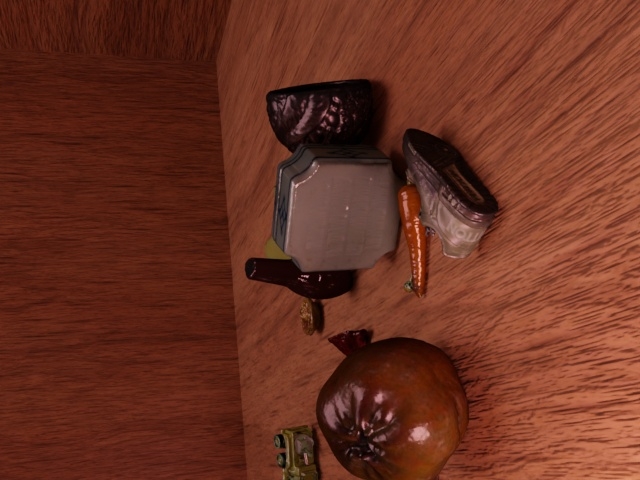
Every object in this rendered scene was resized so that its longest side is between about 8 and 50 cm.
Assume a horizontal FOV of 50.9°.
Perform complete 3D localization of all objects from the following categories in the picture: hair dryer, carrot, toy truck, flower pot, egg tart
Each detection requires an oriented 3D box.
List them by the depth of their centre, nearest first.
[{"bbox_3d":[0.199,-0.005,1.413,0.061,0.061,0.256,-179,85,-72],"label":"carrot"},{"bbox_3d":[0.009,-0.255,1.691,0.266,0.266,0.267,-142,43,-68],"label":"flower pot"},{"bbox_3d":[0.000,0.000,1.753,0.340,0.312,0.123,-60,39,21],"label":"hair dryer"},{"bbox_3d":[-0.029,0.241,2.148,0.130,0.052,0.130,179,90,-74],"label":"egg tart"},{"bbox_3d":[-0.064,0.747,2.184,0.135,0.128,0.259,-2,89,59],"label":"toy truck"}]

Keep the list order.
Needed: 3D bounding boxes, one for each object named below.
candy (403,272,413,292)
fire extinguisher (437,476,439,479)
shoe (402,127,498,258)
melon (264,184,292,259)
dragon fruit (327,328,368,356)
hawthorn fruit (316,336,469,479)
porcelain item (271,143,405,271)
[{"bbox_3d":[0.201,0.074,1.473,0.023,0.025,0.083,23,106,41],"label":"candy"},{"bbox_3d":[0.217,0.520,1.420,0.173,0.035,0.049,104,161,-47],"label":"fire extinguisher"},{"bbox_3d":[0.214,-0.083,1.260,0.293,0.109,0.149,-118,37,-46],"label":"shoe"},{"bbox_3d":[-0.060,-0.059,1.973,0.331,0.226,0.343,-103,8,-51],"label":"melon"},{"bbox_3d":[0.091,0.271,1.758,0.131,0.097,0.063,-30,64,48],"label":"dragon fruit"},{"bbox_3d":[0.149,0.307,1.272,0.268,0.301,0.268,11,111,30],"label":"hawthorn fruit"},{"bbox_3d":[0.036,-0.077,1.546,0.157,0.281,0.286,-129,39,-59],"label":"porcelain item"}]
